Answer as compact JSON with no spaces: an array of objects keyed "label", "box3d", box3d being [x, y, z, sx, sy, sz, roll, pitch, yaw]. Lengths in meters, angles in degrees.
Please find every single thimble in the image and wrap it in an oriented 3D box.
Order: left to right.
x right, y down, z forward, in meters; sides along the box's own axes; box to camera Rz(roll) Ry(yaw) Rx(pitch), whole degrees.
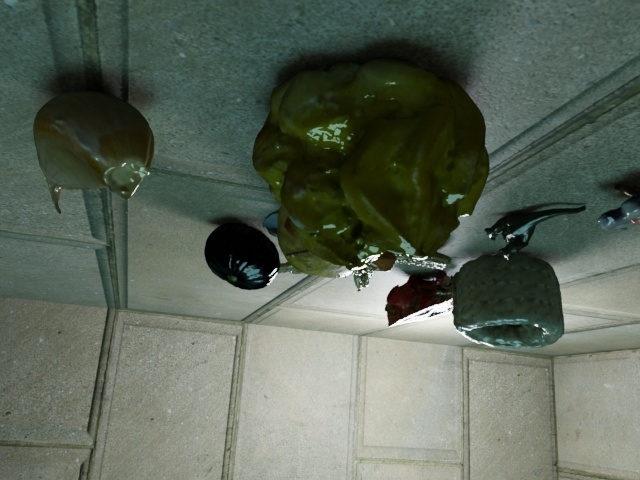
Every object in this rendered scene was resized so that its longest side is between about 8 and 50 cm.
[{"label":"thimble","box3d":[0.502,0.171,1.549,0.291,0.195,0.292,5,153,3]}]

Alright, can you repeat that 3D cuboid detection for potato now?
[{"label":"potato","box3d":[0.000,0.000,1.239,0.172,0.140,0.300,-5,158,12]}]

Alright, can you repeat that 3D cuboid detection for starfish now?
[{"label":"starfish","box3d":[0.104,0.059,1.510,0.431,0.083,0.323,-16,159,37]}]

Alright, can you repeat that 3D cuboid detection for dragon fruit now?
[{"label":"dragon fruit","box3d":[0.340,0.161,1.762,0.261,0.134,0.211,-3,159,-37]}]

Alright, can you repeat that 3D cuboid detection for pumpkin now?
[{"label":"pumpkin","box3d":[-0.192,0.040,1.399,0.194,0.150,0.194,6,165,2]}]

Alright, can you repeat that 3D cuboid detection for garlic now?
[{"label":"garlic","box3d":[-0.342,-0.131,0.841,0.244,0.164,0.145,-5,179,44]}]

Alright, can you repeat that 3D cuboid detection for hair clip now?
[{"label":"hair clip","box3d":[0.619,-0.070,0.997,0.256,0.075,0.146,-5,157,14]}]

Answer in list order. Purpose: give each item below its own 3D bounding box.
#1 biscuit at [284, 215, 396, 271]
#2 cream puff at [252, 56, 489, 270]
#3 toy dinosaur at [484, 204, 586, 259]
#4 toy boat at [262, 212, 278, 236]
[{"label":"biscuit","box3d":[0.060,-0.026,1.002,0.205,0.049,0.324,21,-157,3]},{"label":"cream puff","box3d":[0.061,-0.076,0.780,0.324,0.258,0.291,-3,158,21]},{"label":"toy dinosaur","box3d":[0.447,-0.041,1.218,0.178,0.087,0.187,-37,171,9]},{"label":"toy boat","box3d":[-0.093,-0.045,1.317,0.096,0.034,0.122,9,156,8]}]
